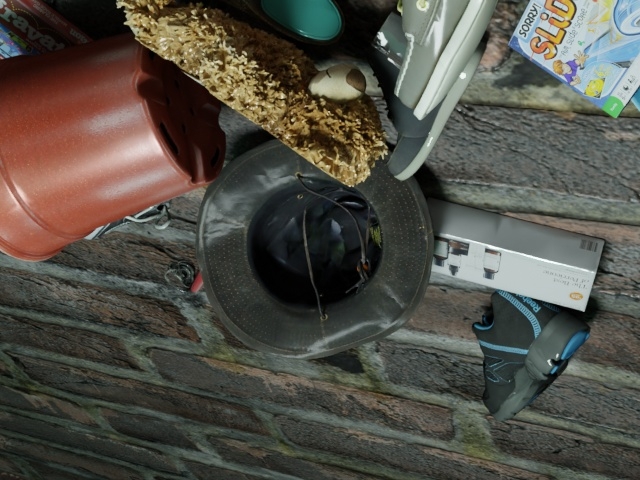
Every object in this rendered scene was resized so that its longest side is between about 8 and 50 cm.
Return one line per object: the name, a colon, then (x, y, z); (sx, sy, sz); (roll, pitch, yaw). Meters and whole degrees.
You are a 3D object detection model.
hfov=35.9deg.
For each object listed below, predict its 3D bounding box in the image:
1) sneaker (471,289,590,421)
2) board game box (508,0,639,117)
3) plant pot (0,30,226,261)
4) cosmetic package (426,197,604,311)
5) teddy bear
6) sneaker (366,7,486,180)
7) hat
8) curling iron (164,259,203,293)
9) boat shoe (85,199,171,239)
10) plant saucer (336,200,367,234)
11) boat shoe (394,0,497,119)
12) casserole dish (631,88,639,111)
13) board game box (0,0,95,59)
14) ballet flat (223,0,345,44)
sneaker: (0.299, 0.164, 1.496); (0.139, 0.125, 0.341); (44, 156, 18)
board game box: (0.274, -0.224, 0.933); (0.136, 0.035, 0.201); (37, 148, 12)
plant pot: (-0.280, -0.136, 1.239); (0.265, 0.272, 0.272); (-15, 135, 20)
cosmetic package: (0.250, 0.020, 1.332); (0.239, 0.060, 0.099); (14, 148, 15)
teddy bear: (-0.068, -0.193, 1.093); (0.338, 0.113, 0.245); (38, -172, 35)
sneaker: (0.097, -0.170, 1.141); (0.118, 0.083, 0.222); (28, 139, 2)
hat: (0.000, 0.000, 1.357); (0.331, 0.331, 0.134); (16, -170, 12)
curling iron: (-0.197, 0.030, 1.659); (0.068, 0.035, 0.274); (31, 148, -12)
boat shoe: (-0.263, -0.076, 1.478); (0.105, 0.113, 0.306); (30, 133, -22)
plant saucer: (0.068, 0.017, 1.469); (0.199, 0.036, 0.198); (17, 149, 11)
boat shoe: (0.126, -0.250, 0.945); (0.091, 0.109, 0.305); (30, 136, 9)
casserole dish: (0.383, -0.155, 1.008); (0.114, 0.037, 0.188); (-15, 131, 46)
board game box: (-0.398, -0.277, 1.340); (0.281, 0.027, 0.145); (37, 145, -21)
ballet flat: (-0.067, -0.279, 1.102); (0.206, 0.073, 0.067); (31, 174, -7)
